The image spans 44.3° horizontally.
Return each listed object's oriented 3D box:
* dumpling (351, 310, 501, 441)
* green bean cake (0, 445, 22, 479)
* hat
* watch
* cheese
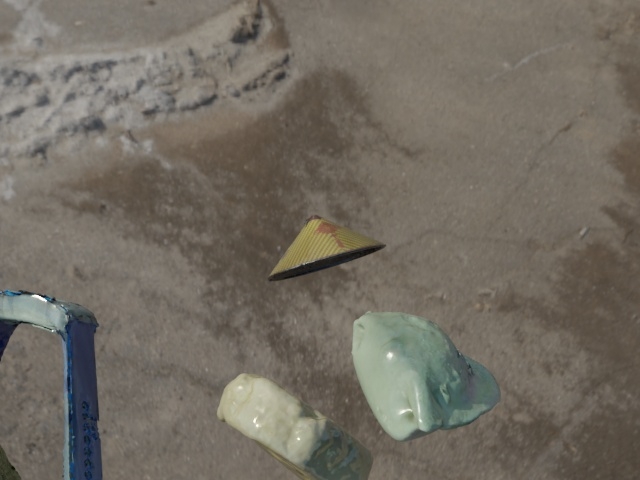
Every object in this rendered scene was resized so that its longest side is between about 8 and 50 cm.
[{"bbox_3d":[0.116,0.138,0.848,0.149,0.105,0.217,-16,26,-2],"label":"dumpling"},{"bbox_3d":[-0.653,0.465,1.491,0.124,0.222,0.248,-27,20,-13],"label":"green bean cake"},{"bbox_3d":[0.000,0.000,1.216,0.192,0.193,0.082,-15,83,-11],"label":"hat"},{"bbox_3d":[-0.341,0.209,0.956,0.276,0.068,0.275,16,84,26],"label":"watch"},{"bbox_3d":[-0.049,0.380,1.509,0.317,0.326,0.115,31,71,12],"label":"cheese"}]
